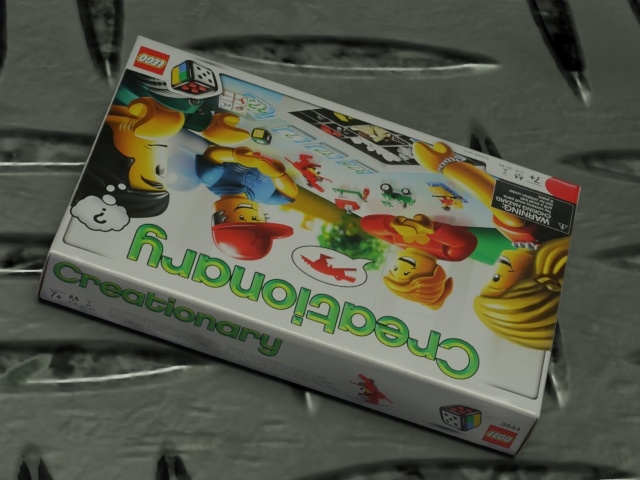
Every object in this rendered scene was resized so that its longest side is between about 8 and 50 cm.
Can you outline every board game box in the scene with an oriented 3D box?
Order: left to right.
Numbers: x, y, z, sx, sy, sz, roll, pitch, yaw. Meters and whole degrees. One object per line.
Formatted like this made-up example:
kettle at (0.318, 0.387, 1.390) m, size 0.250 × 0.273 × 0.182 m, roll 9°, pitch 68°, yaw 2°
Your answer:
board game box at (0.000, 0.000, 1.218) m, size 0.305 × 0.053 × 0.193 m, roll 18°, pitch 50°, yaw -3°
